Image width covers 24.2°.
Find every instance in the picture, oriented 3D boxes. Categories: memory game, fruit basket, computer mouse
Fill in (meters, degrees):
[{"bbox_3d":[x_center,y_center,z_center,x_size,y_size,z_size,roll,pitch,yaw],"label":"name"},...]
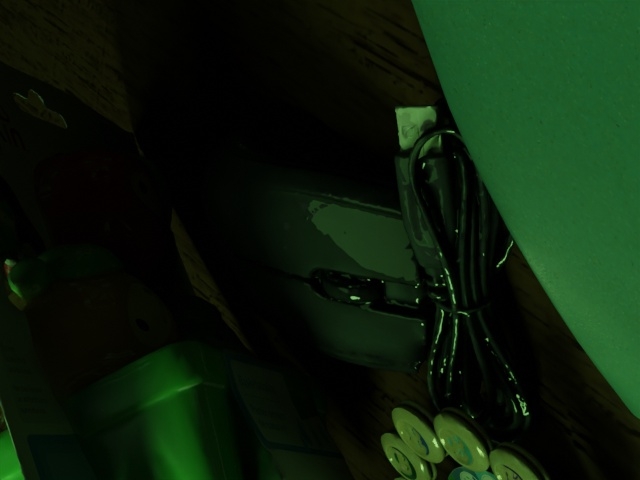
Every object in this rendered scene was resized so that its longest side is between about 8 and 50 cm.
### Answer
[{"bbox_3d":[0.098,0.159,0.765,0.186,0.012,0.186,40,152,26],"label":"memory game"},{"bbox_3d":[-0.112,0.042,0.885,0.327,0.165,0.353,31,-141,-67],"label":"fruit basket"},{"bbox_3d":[0.000,0.000,0.811,0.272,0.072,0.188,24,131,55],"label":"computer mouse"}]

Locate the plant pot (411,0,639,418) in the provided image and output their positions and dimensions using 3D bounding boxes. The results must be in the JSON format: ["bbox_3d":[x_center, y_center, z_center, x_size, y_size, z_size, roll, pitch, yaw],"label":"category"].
[{"bbox_3d":[0.140,-0.052,0.423,0.166,0.165,0.234,23,137,55],"label":"plant pot"}]
